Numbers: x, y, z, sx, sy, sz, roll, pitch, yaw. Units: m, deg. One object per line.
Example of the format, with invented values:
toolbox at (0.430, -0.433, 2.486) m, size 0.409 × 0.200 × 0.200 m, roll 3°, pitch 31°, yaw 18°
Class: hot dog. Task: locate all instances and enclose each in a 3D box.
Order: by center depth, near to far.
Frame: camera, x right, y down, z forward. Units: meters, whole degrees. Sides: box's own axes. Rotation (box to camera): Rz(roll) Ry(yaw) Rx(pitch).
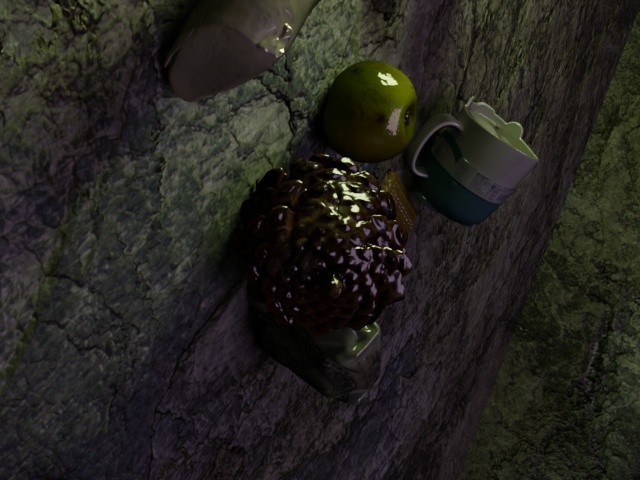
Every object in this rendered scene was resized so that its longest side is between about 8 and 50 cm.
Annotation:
hot dog at (0.283, -0.269, 2.101) m, size 0.090 × 0.030 × 0.034 m, roll 23°, pitch 91°, yaw -64°

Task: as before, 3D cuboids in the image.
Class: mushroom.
mushroom at (-0.064, -0.367, 1.229) m, size 0.137 × 0.154 × 0.407 m, roll 39°, pitch 67°, yaw -21°

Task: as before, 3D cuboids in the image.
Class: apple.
apple at (0.096, -0.236, 1.627) m, size 0.196 × 0.157 × 0.196 m, roll 13°, pitch 90°, yaw -69°

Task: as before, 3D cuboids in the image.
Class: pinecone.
pinecone at (-0.001, 0.001, 1.490) m, size 0.242 × 0.298 × 0.296 m, roll 113°, pitch -18°, yaw -54°

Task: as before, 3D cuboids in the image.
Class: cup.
cup at (0.340, -0.188, 2.055) m, size 0.289 × 0.219 × 0.257 m, roll 23°, pitch 116°, yaw -31°

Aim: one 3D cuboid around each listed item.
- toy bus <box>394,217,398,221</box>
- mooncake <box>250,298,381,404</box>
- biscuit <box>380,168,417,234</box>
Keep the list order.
toy bus at (0.073, 0.022, 1.825) m, size 0.201 × 0.114 × 0.098 m, roll -55°, pitch 151°, yaw -15°
mooncake at (-0.004, 0.194, 1.652) m, size 0.136 × 0.250 × 0.254 m, roll -50°, pitch 152°, yaw -20°
biscuit at (0.164, -0.044, 2.048) m, size 0.172 × 0.029 × 0.254 m, roll -62°, pitch 153°, yaw -11°
